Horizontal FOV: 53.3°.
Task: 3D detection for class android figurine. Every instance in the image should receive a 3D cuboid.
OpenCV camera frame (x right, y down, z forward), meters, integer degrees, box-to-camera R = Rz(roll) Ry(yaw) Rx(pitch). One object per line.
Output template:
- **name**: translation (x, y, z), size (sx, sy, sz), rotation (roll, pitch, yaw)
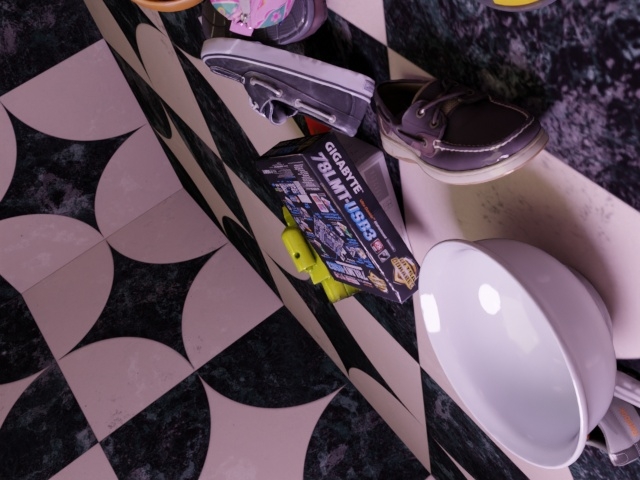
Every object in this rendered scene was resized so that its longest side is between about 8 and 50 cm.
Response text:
- **android figurine**: translation (0.000, 0.000, 1.367), size (0.273, 0.056, 0.248), rotation (64, -155, 6)

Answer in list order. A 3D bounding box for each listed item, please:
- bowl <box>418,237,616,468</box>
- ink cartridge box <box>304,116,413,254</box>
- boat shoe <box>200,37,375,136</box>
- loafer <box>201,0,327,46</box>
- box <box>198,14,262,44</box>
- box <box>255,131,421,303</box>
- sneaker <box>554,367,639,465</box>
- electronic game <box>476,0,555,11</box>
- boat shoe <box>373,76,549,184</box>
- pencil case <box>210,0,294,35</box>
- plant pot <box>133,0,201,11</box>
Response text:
- **bowl**: translation (0.260, 0.115, 0.794), size (0.298, 0.134, 0.298), rotation (53, 156, 35)
- **ink cartridge box**: translation (0.052, -0.083, 1.211), size (0.261, 0.066, 0.296), rotation (38, 159, 45)
- **boat shoe**: translation (-0.066, -0.228, 0.962), size (0.301, 0.102, 0.108), rotation (21, -175, 22)
- **loafer**: translation (-0.078, -0.355, 0.987), size (0.302, 0.095, 0.109), rotation (17, 114, 50)
- **box**: translation (-0.169, -0.393, 1.267), size (0.145, 0.038, 0.186), rotation (61, 166, -25)
- **box**: translation (0.024, -0.042, 1.114), size (0.293, 0.073, 0.295), rotation (54, 167, -15)
- **sneaker**: translation (0.339, 0.211, 0.876), size (0.100, 0.108, 0.271), rotation (58, 167, -21)
- **electronic game**: translation (0.130, -0.290, 0.500), size (0.229, 0.048, 0.229), rotation (50, 166, 17)
- **boat shoe**: translation (0.138, -0.138, 0.730), size (0.092, 0.102, 0.285), rotation (55, 173, -25)
- **pencil case**: translation (-0.053, -0.353, 0.727), size (0.124, 0.124, 0.284), rotation (54, 156, 0)
- **plant pot**: translation (-0.250, -0.474, 1.055), size (0.205, 0.205, 0.188), rotation (56, -179, -8)
